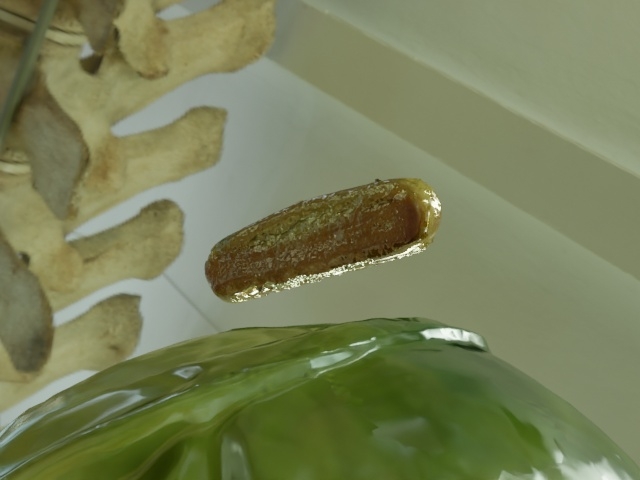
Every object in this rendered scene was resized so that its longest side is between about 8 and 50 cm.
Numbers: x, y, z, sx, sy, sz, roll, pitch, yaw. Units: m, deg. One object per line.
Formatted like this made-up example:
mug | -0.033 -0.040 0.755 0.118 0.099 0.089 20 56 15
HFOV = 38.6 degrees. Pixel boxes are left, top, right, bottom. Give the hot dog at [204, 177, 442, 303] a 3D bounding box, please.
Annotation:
hot dog | 0.000 0.000 0.686 0.215 0.047 0.066 -19 -109 37

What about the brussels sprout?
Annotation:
brussels sprout | -0.015 0.199 0.418 0.361 0.342 0.425 -43 -171 -2
